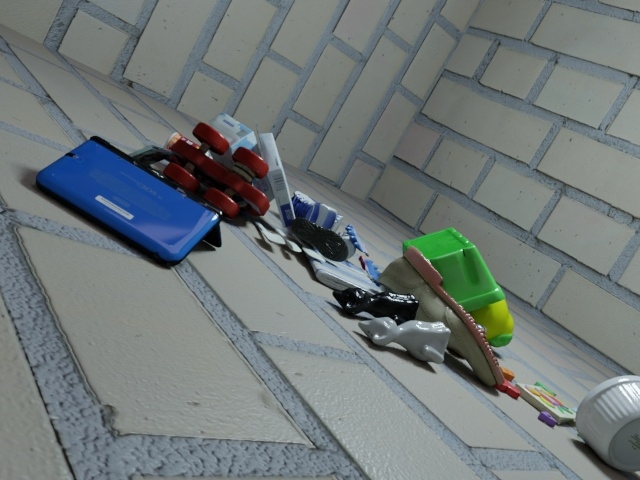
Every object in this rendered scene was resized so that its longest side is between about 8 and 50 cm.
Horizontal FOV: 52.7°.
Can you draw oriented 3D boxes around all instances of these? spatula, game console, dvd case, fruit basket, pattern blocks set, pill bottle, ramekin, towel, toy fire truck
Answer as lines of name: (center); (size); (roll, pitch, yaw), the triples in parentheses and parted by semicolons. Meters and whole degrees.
spatula: (-0.093, -0.007, 1.721); (0.168, 0.019, 0.242); (17, 10, -22)
game console: (-0.346, -0.047, 1.220); (0.293, 0.173, 0.250); (30, 40, 4)
dvd case: (-0.450, -0.226, 1.710); (0.119, 0.087, 0.013); (5, 69, -72)
fruit basket: (0.407, 0.171, 1.912); (0.392, 0.282, 0.392); (-17, 90, -88)
pattern blocks set: (0.571, 0.409, 1.634); (0.285, 0.026, 0.324); (35, 10, 25)
pill bottle: (-0.403, -0.262, 1.995); (0.152, 0.086, 0.086); (30, 9, 2)
ramekin: (0.691, 0.417, 1.443); (0.207, 0.207, 0.109); (27, 19, -17)
towel: (0.056, 0.091, 1.712); (0.209, 0.034, 0.285); (25, 8, -16)
toy fire truck: (-0.263, -0.161, 1.736); (0.302, 0.169, 0.254); (32, -9, 8)
pill bottle: (0.074, 0.017, 2.012); (0.078, 0.078, 0.137); (30, 10, -1)

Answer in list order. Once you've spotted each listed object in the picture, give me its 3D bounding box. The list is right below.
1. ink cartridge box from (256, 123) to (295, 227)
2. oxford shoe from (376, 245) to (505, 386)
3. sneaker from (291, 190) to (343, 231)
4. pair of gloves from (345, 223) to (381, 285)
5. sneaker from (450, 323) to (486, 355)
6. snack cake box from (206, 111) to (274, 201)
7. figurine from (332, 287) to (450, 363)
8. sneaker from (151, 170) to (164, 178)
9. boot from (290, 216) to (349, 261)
ink cartridge box: (-0.126, -0.189, 1.849); (0.223, 0.045, 0.224); (77, -3, -48)
oxford shoe: (0.292, 0.205, 1.580); (0.397, 0.146, 0.140); (55, 4, 24)
sneaker: (-0.043, -0.074, 2.058); (0.182, 0.128, 0.315); (28, 2, 8)
pair of gloves: (0.132, 0.041, 1.944); (0.159, 0.023, 0.198); (41, 24, -59)
sneaker: (0.389, 0.255, 1.701); (0.069, 0.084, 0.185); (34, 10, 23)
snack cake box: (-0.237, -0.222, 1.880); (0.152, 0.089, 0.264); (35, -26, 35)
figurine: (0.150, 0.179, 1.417); (0.209, 0.092, 0.215); (15, 16, -30)
sneaker: (-0.365, -0.108, 1.433); (0.170, 0.068, 0.071); (34, -10, -39)
boot: (0.002, -0.001, 1.795); (0.189, 0.076, 0.208); (38, -4, 8)
